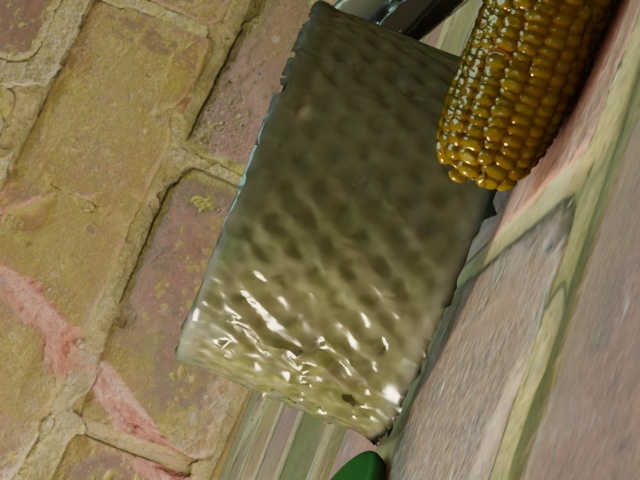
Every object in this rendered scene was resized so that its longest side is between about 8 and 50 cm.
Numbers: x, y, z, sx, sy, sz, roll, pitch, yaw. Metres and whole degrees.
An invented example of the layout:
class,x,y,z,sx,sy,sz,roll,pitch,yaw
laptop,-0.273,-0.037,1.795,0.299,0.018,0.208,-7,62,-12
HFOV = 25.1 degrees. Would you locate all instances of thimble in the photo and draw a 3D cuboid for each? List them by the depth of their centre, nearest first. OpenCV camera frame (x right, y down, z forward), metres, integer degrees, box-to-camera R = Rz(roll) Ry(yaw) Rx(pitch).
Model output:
class,x,y,z,sx,sy,sz,roll,pitch,yaw
thimble,0.019,-0.017,0.956,0.271,0.150,0.271,-158,90,-87

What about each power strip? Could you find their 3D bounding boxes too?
class,x,y,z,sx,sy,sz,roll,pitch,yaw
power strip,0.066,-0.222,1.314,0.257,0.092,0.251,-42,9,23

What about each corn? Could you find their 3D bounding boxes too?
class,x,y,z,sx,sy,sz,roll,pitch,yaw
corn,0.118,-0.122,0.748,0.068,0.068,0.207,-89,21,-82

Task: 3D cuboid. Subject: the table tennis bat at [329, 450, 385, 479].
class,x,y,z,sx,sy,sz,roll,pitch,yaw
table tennis bat,-0.034,0.239,0.879,0.257,0.039,0.160,-55,2,-8
